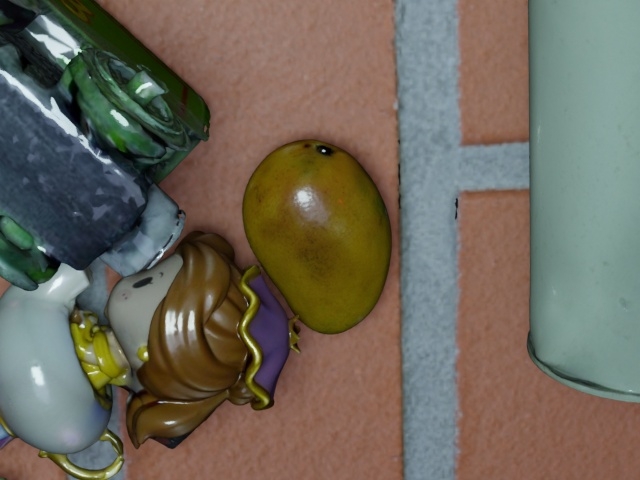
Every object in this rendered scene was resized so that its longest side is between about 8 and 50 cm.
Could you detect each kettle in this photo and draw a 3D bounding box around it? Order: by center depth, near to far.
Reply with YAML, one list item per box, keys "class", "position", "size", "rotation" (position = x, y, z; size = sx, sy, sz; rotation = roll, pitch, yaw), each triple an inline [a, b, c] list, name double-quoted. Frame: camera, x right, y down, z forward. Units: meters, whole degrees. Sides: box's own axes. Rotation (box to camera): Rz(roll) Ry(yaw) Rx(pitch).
- class: "kettle"
  position: [0.270, -0.066, 1.160]
  size: [0.205, 0.265, 0.318]
  rotation: [7, 110, 26]

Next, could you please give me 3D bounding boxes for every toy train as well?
- class: "toy train"
  position: [-0.218, -0.113, 1.050]
  size: [0.307, 0.249, 0.173]
  rotation: [41, 103, -15]

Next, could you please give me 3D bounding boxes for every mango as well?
- class: "mango"
  position: [0.003, -0.004, 1.194]
  size: [0.111, 0.089, 0.163]
  rotation: [-26, 119, 16]

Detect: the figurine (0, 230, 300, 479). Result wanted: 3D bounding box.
- class: "figurine"
  position: [-0.146, 0.083, 1.178]
  size: [0.263, 0.142, 0.189]
  rotation: [-17, 106, 3]

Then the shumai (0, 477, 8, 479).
- class: "shumai"
  position: [-0.312, 0.231, 1.195]
  size: [0.142, 0.184, 0.184]
  rotation: [1, 108, -12]

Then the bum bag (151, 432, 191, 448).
- class: "bum bag"
  position: [-0.100, 0.122, 1.251]
  size: [0.124, 0.034, 0.058]
  rotation: [-38, 93, 7]
